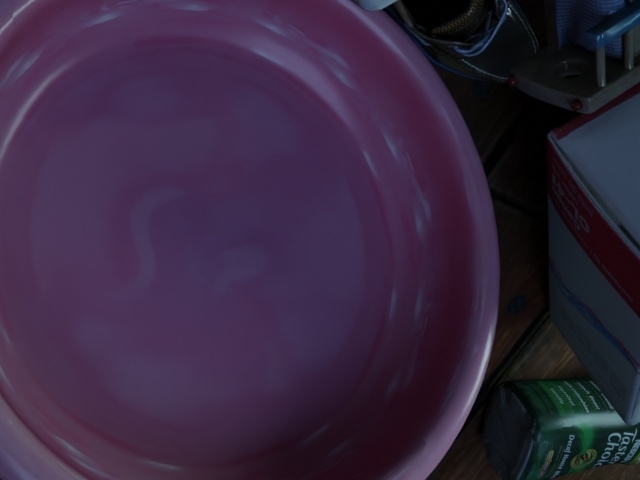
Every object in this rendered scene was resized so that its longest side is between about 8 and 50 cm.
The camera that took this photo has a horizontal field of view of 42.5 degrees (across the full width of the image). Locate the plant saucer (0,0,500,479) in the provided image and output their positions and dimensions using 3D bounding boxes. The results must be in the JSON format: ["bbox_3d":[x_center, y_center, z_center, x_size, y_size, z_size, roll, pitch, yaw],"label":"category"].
[{"bbox_3d":[-0.051,-0.001,0.450,0.332,0.084,0.333,7,76,-30],"label":"plant saucer"}]

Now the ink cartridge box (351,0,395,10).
[{"bbox_3d":[0.021,-0.275,0.312,0.198,0.197,0.270,-30,129,-1],"label":"ink cartridge box"}]

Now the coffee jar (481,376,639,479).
[{"bbox_3d":[0.255,0.176,0.793,0.184,0.079,0.096,-3,124,-21],"label":"coffee jar"}]

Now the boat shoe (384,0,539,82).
[{"bbox_3d":[0.078,-0.143,0.509,0.183,0.066,0.066,24,110,-34],"label":"boat shoe"}]

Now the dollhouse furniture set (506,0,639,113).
[{"bbox_3d":[0.198,-0.137,0.425,0.128,0.183,0.129,-33,130,-17],"label":"dollhouse furniture set"}]

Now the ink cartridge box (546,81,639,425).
[{"bbox_3d":[0.288,-0.006,0.591,0.226,0.131,0.306,-30,151,-1],"label":"ink cartridge box"}]
